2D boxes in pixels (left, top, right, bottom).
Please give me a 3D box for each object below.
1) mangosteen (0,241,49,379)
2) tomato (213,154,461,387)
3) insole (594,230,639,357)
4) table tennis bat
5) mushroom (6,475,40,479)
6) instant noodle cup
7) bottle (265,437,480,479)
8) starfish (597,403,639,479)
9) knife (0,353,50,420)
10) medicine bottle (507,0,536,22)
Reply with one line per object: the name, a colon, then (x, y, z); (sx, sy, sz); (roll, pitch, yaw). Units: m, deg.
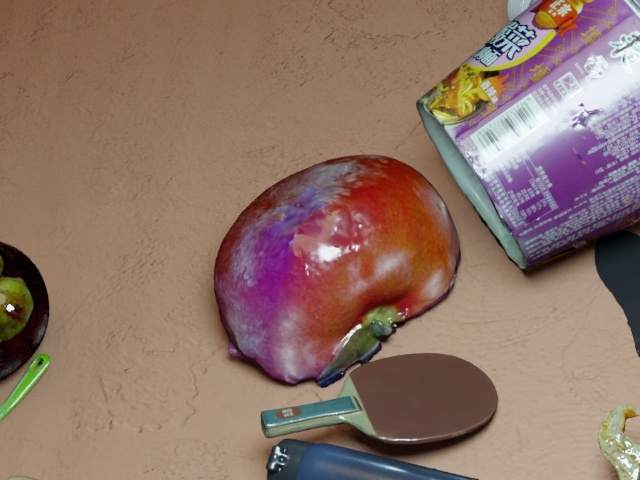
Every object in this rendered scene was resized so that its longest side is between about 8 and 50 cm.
mangosteen: (-0.446, 0.087, 1.914); (0.209, 0.210, 0.210); (-11, 42, 10)
tomato: (-0.005, 0.000, 1.863); (0.334, 0.176, 0.289); (-33, 41, -13)
insole: (0.382, 0.065, 1.775); (0.080, 0.003, 0.232); (-16, 42, 4)
table tennis bat: (0.067, 0.185, 1.699); (0.274, 0.021, 0.154); (-9, 34, -13)
mushroom: (-0.314, 0.368, 1.571); (0.189, 0.195, 0.254); (12, 53, 25)
instant noodle cup: (0.291, -0.130, 1.809); (0.266, 0.340, 0.340); (-33, 42, 1)
bottle: (0.056, 0.268, 1.628); (0.244, 0.082, 0.072); (10, 73, 26)
starfish: (0.324, 0.319, 1.457); (0.327, 0.094, 0.375); (-22, 47, 12)
knife: (-0.403, 0.206, 1.902); (0.078, 0.023, 0.166); (17, 52, 38)
medicine bottle: (0.380, -0.294, 2.061); (0.131, 0.131, 0.250); (-37, 45, -19)
